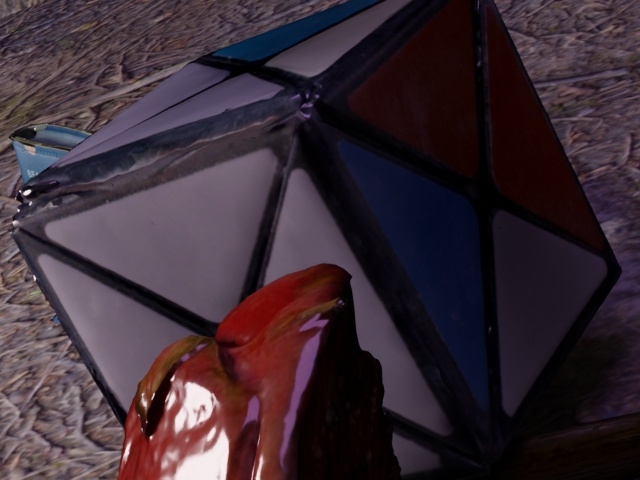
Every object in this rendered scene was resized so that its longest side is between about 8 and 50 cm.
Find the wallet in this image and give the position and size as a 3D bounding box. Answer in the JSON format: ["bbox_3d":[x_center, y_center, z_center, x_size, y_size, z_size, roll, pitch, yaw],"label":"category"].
[{"bbox_3d":[-0.226,-0.008,1.833,0.059,0.202,0.141,-24,23,-35],"label":"wallet"}]

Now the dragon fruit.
[{"bbox_3d":[-0.086,0.205,1.178,0.228,0.286,0.329,2,40,16],"label":"dragon fruit"}]

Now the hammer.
[{"bbox_3d":[0.285,0.112,1.248,0.409,0.095,0.242,-16,3,29],"label":"hammer"}]

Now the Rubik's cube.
[{"bbox_3d":[0.000,0.000,1.439,0.310,0.305,0.307,-19,18,34],"label":"Rubik's cube"}]
